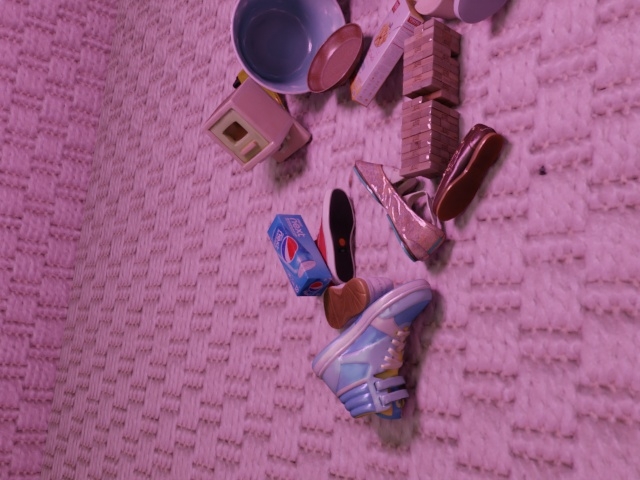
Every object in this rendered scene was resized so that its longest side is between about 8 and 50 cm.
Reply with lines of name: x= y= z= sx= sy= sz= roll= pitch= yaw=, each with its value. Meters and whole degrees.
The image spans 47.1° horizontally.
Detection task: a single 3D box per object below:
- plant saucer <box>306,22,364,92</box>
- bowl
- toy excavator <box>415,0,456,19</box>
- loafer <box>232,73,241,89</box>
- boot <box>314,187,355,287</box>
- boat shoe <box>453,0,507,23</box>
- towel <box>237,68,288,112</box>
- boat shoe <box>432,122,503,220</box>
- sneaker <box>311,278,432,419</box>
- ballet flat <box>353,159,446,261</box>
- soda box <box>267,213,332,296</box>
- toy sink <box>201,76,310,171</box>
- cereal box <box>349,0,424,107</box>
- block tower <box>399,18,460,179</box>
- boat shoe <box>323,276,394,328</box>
plant saucer: x=0.044 y=-0.446 z=1.826 sx=0.198 sy=0.036 sz=0.199 roll=-34 pitch=41 yaw=36
bowl: x=-0.100 y=-0.537 z=1.955 sx=0.163 sy=0.311 sz=0.312 roll=-165 pitch=89 yaw=-73
toy excavator: x=0.251 y=-0.770 z=1.648 sx=0.433 sy=0.222 sz=0.445 roll=51 pitch=133 yaw=46
loafer: x=-0.179 y=-0.508 z=2.202 sx=0.220 sy=0.080 sz=0.078 roll=-19 pitch=55 yaw=42
boot: x=0.000 y=0.000 z=1.801 sx=0.176 sy=0.088 sz=0.244 roll=-16 pitch=71 yaw=51
boat shoe: x=0.356 y=-0.590 z=1.498 sx=0.306 sy=0.113 sz=0.105 roll=-63 pitch=33 yaw=14
towel: x=-0.167 y=-0.411 z=2.123 sx=0.102 sy=0.021 sz=0.237 roll=-38 pitch=72 yaw=38
boat shoe: x=0.288 y=-0.138 z=1.484 sx=0.207 sy=0.073 sz=0.073 roll=-57 pitch=39 yaw=14
sneaker: x=0.150 y=0.243 z=1.520 sx=0.319 sy=0.127 sz=0.208 roll=-45 pitch=63 yaw=19
ballet flat: x=0.179 y=-0.088 z=1.600 sx=0.106 sy=0.107 sz=0.316 roll=-39 pitch=54 yaw=13
soda box: x=-0.052 y=0.033 z=1.742 sx=0.067 sy=0.071 sz=0.210 roll=-59 pitch=44 yaw=35
toy sink: x=-0.171 y=-0.284 z=1.954 sx=0.152 sy=0.234 sz=0.131 roll=-30 pitch=24 yaw=44
cereal box: x=0.150 y=-0.449 z=1.725 sx=0.240 sy=0.047 sz=0.173 roll=-56 pitch=18 yaw=26
block tower: x=0.237 y=-0.293 z=1.577 sx=0.091 sy=0.097 sz=0.336 roll=-13 pitch=68 yaw=50
boat shoe: x=0.085 y=0.137 z=1.646 sx=0.277 sy=0.096 sz=0.098 roll=148 pitch=110 yaw=-67
